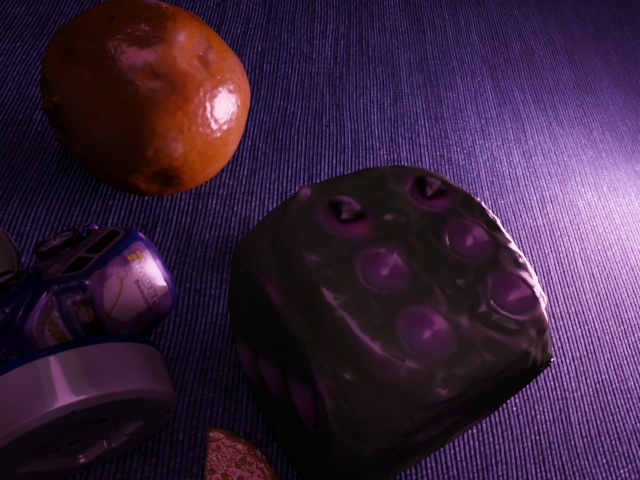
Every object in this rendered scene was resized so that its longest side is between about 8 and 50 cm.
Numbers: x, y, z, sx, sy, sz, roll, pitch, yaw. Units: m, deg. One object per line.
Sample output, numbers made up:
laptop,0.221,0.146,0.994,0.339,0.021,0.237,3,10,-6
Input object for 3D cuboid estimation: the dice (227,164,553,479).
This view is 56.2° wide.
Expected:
dice,0.075,0.114,0.791,0.318,0.330,0.322,-19,61,-25

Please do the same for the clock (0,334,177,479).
clock,-0.285,0.201,0.690,0.230,0.230,0.083,-16,63,-26

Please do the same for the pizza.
pizza,-0.124,0.307,0.781,0.123,0.026,0.108,35,55,10

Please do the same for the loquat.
loquat,-0.280,-0.231,0.977,0.328,0.328,0.328,7,51,-9

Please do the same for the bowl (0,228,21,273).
bowl,-0.510,0.072,0.807,0.211,0.112,0.211,7,52,-10

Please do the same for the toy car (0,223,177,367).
toy car,-0.301,0.084,0.768,0.158,0.172,0.235,-10,25,33
